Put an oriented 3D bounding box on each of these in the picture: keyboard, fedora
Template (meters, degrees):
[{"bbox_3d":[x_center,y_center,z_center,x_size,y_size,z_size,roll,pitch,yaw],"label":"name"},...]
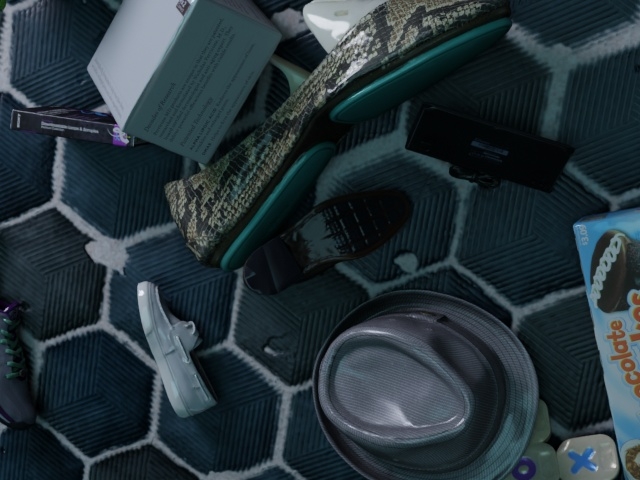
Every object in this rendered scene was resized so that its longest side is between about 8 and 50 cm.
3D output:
[{"bbox_3d":[0.190,-0.101,1.460,0.180,0.023,0.108,17,140,-3],"label":"keyboard"},{"bbox_3d":[0.107,0.177,1.479,0.275,0.124,0.244,23,91,21],"label":"fedora"}]

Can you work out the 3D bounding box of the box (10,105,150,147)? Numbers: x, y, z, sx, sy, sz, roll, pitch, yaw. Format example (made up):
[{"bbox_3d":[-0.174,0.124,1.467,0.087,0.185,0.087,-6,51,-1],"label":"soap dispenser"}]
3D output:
[{"bbox_3d":[-0.280,-0.141,1.560,0.162,0.116,0.029,8,100,13],"label":"box"}]

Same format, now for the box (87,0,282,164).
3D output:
[{"bbox_3d":[-0.161,-0.217,1.466,0.119,0.181,0.182,21,110,-33],"label":"box"}]

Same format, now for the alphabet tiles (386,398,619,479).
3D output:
[{"bbox_3d":[0.219,0.329,1.485,0.278,0.021,0.284,-12,65,13],"label":"alphabet tiles"}]

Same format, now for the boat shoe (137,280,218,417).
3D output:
[{"bbox_3d":[-0.180,0.134,1.613,0.063,0.066,0.184,-18,92,3],"label":"boat shoe"}]

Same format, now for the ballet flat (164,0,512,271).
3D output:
[{"bbox_3d":[-0.010,-0.165,1.470,0.483,0.164,0.182,-41,78,21],"label":"ballet flat"}]

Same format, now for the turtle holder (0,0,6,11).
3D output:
[{"bbox_3d":[-0.407,-0.455,1.502,0.227,0.243,0.320,-45,46,3],"label":"turtle holder"}]

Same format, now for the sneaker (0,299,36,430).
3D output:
[{"bbox_3d":[-0.421,0.139,1.669,0.098,0.083,0.224,-32,90,13],"label":"sneaker"}]

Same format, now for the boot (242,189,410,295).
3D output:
[{"bbox_3d":[0.000,0.000,1.539,0.219,0.106,0.082,-25,90,-11],"label":"boot"}]

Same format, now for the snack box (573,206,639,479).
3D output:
[{"bbox_3d":[0.412,0.117,1.440,0.187,0.060,0.322,-10,97,23],"label":"snack box"}]
